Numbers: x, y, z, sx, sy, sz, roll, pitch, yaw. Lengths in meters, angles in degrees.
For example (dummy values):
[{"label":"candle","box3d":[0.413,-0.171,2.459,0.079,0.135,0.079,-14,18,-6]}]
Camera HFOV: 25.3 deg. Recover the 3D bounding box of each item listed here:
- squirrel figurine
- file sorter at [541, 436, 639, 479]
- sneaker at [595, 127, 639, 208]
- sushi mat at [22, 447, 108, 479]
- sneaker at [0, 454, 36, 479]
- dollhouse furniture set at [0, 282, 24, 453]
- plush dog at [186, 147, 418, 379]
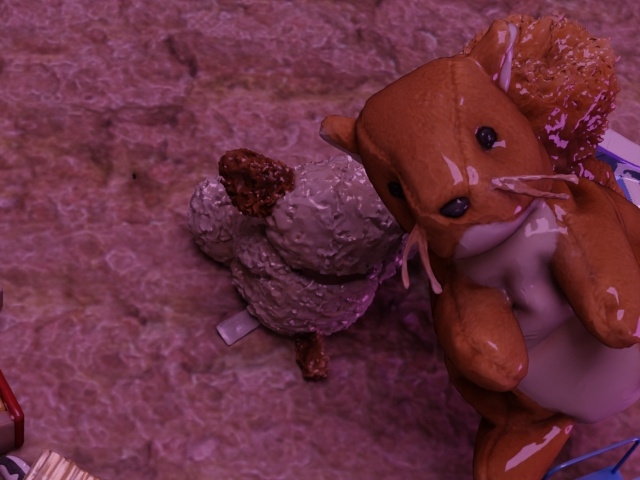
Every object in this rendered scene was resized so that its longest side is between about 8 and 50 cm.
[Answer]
[{"label":"squirrel figurine","box3d":[0.163,-0.034,1.271,0.370,0.281,0.397,46,29,-29]},{"label":"file sorter","box3d":[0.290,0.291,1.372,0.118,0.104,0.170,-16,61,-20]},{"label":"sneaker","box3d":[0.315,0.018,1.557,0.322,0.130,0.236,29,70,-1]},{"label":"sushi mat","box3d":[-0.262,0.347,1.259,0.151,0.019,0.316,27,65,5]},{"label":"sneaker","box3d":[-0.274,0.248,1.333,0.043,0.040,0.109,-31,67,-24]},{"label":"dollhouse furniture set","box3d":[-0.364,0.005,1.376,0.152,0.201,0.374,-24,64,-23]},{"label":"plush dog","box3d":[0.000,0.000,1.432,0.262,0.225,0.211,4,57,-8]}]
